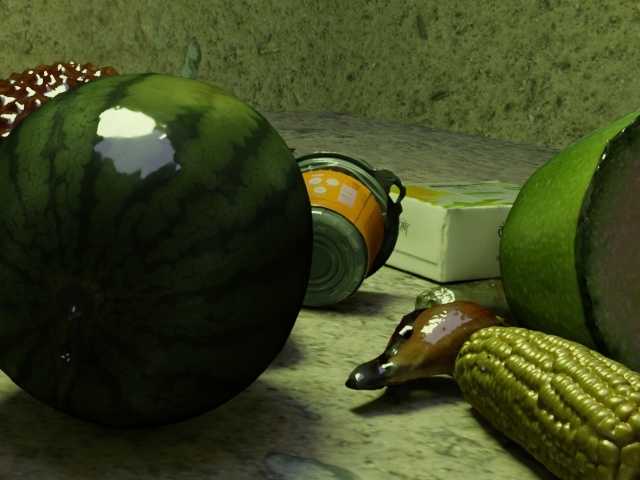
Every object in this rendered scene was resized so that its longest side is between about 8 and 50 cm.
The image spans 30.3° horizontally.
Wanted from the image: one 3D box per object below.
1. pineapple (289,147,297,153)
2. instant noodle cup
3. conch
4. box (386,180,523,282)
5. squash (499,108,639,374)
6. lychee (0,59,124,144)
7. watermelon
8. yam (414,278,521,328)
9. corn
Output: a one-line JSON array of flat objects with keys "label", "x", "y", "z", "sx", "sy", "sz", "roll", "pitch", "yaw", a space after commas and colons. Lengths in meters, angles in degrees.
[{"label": "pineapple", "x": -0.173, "y": -0.073, "z": 1.466, "sx": 0.175, "sy": 0.175, "sz": 0.361, "roll": -6, "pitch": -5, "yaw": -42}, {"label": "instant noodle cup", "x": 0.000, "y": 0.000, "z": 1.389, "sx": 0.177, "sy": 0.208, "sz": 0.125, "roll": 43, "pitch": 25, "yaw": -12}, {"label": "conch", "x": 0.109, "y": 0.097, "z": 1.102, "sx": 0.233, "sy": 0.080, "sz": 0.086, "roll": 0, "pitch": -11, "yaw": -30}, {"label": "box", "x": 0.210, "y": -0.017, "z": 1.661, "sx": 0.260, "sy": 0.111, "sz": 0.194, "roll": -6, "pitch": 14, "yaw": -34}, {"label": "squash", "x": 0.277, "y": 0.020, "z": 1.122, "sx": 0.310, "sy": 0.310, "sz": 0.309, "roll": -1, "pitch": -2, "yaw": -26}, {"label": "lychee", "x": -0.275, "y": -0.044, "z": 1.228, "sx": 0.276, "sy": 0.304, "sz": 0.276, "roll": 19, "pitch": -18, "yaw": 6}, {"label": "watermelon", "x": -0.144, "y": 0.007, "z": 0.954, "sx": 0.279, "sy": 0.279, "sz": 0.359, "roll": 6, "pitch": 17, "yaw": 7}, {"label": "yam", "x": 0.245, "y": 0.073, "z": 1.318, "sx": 0.317, "sy": 0.071, "sz": 0.067, "roll": -1, "pitch": 42, "yaw": -31}, {"label": "corn", "x": 0.193, "y": 0.128, "z": 0.922, "sx": 0.101, "sy": 0.101, "sz": 0.310, "roll": 1, "pitch": 11, "yaw": -16}]
